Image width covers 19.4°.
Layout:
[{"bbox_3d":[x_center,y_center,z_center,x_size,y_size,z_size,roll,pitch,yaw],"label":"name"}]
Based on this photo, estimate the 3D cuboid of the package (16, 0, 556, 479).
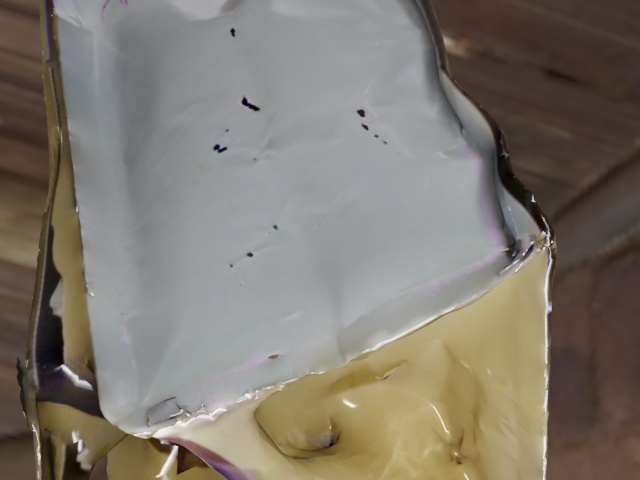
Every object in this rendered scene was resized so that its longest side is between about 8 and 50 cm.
[{"bbox_3d":[-0.033,0.002,0.717,0.311,0.165,0.221,-106,10,-50],"label":"package"}]
